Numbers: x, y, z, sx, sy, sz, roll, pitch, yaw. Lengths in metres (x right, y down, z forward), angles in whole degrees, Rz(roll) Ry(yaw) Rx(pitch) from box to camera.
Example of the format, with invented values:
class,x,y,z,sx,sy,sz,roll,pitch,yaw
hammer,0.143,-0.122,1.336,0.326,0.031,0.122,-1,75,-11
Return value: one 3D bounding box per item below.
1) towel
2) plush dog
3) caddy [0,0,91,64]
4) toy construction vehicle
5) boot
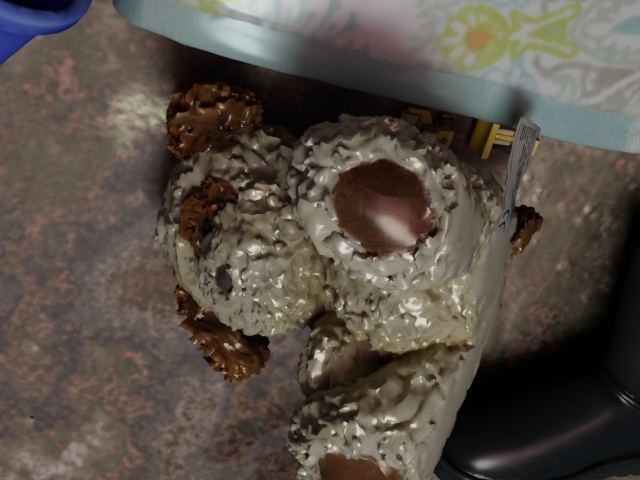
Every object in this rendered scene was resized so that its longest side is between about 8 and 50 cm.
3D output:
class,x,y,z,sx,sy,sz,roll,pitch,yaw
towel,0.098,-0.229,0.778,0.374,0.090,0.320,11,117,-18
plush dog,0.000,0.000,0.846,0.225,0.210,0.262,17,127,22
caddy,-0.258,-0.198,0.629,0.179,0.241,0.341,-38,130,20
toy construction vehicle,0.093,-0.048,0.915,0.098,0.035,0.086,11,118,-17
boot,0.206,0.078,0.977,0.246,0.094,0.207,-3,125,-17
